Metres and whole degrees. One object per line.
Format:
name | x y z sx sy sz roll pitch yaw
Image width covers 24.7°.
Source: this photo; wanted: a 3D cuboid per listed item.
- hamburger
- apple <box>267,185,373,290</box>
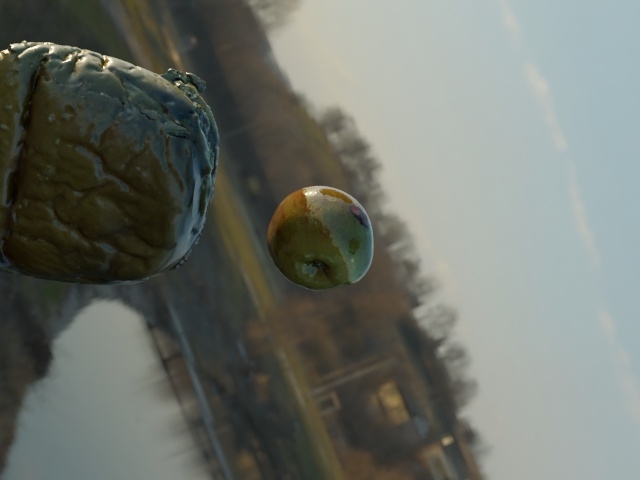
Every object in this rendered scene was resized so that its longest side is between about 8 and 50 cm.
hamburger | -0.172 -0.048 1.085 0.130 0.206 0.183 -114 -144 -56
apple | 0.000 0.000 1.132 0.071 0.084 0.084 -83 157 -54
